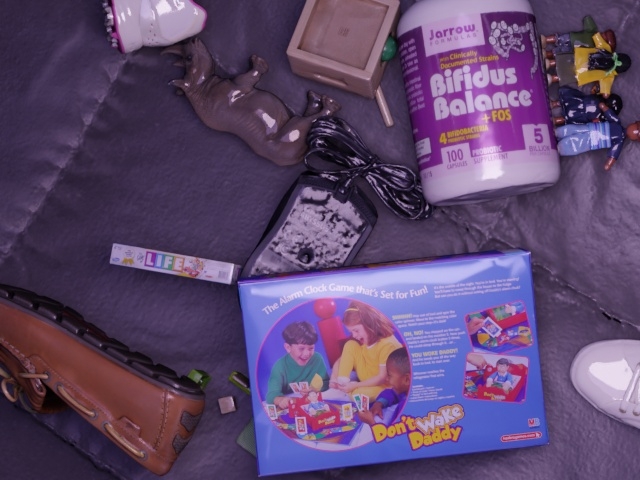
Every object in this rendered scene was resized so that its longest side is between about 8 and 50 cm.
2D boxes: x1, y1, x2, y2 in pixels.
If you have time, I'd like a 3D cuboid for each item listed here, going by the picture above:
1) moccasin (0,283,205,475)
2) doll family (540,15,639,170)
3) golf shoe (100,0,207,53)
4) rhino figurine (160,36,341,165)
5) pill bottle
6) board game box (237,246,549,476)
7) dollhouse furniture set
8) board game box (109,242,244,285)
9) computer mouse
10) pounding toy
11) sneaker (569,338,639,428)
[{"bbox_3d":[-0.321,0.165,1.969,0.380,0.139,0.147,28,94,15],"label":"moccasin"},{"bbox_3d":[0.332,-0.180,1.931,0.111,0.076,0.193,-6,91,4],"label":"doll family"},{"bbox_3d":[-0.216,-0.390,2.019,0.140,0.115,0.306,-5,88,-7],"label":"golf shoe"},{"bbox_3d":[-0.100,-0.180,1.995,0.243,0.073,0.106,30,89,11],"label":"rhino figurine"},{"bbox_3d":[0.183,-0.202,1.903,0.169,0.169,0.301,-10,85,8],"label":"pill bottle"},{"bbox_3d":[0.085,0.143,1.899,0.347,0.078,0.233,-6,94,-2],"label":"board game box"},{"bbox_3d":[-0.101,0.214,1.978,0.152,0.058,0.076,36,93,9],"label":"dollhouse furniture set"},{"bbox_3d":[-0.173,0.031,1.977,0.154,0.103,0.026,10,88,9],"label":"board game box"},{"bbox_3d":[0.000,0.000,1.968,0.188,0.072,0.272,36,90,-8],"label":"computer mouse"},{"bbox_3d":[0.043,-0.233,1.974,0.141,0.100,0.130,19,78,10],"label":"pounding toy"},{"bbox_3d":[0.434,0.190,1.867,0.290,0.123,0.106,20,92,11],"label":"sneaker"}]
